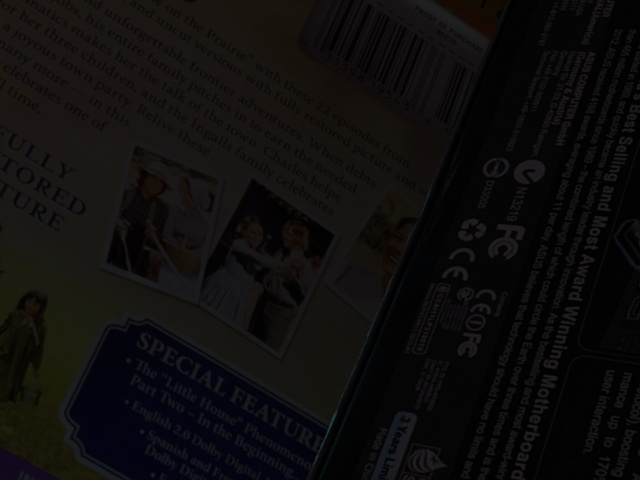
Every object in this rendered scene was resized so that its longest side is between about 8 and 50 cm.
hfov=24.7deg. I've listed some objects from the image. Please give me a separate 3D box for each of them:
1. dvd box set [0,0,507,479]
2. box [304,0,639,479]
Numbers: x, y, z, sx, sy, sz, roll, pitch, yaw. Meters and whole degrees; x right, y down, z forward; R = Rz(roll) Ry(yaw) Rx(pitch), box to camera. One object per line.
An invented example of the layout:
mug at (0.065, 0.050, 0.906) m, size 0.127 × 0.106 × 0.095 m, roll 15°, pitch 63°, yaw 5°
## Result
dvd box set at (-0.097, -0.003, 0.536) m, size 0.308 × 0.420 × 0.062 m, roll 31°, pitch 145°, yaw -15°
box at (0.188, 0.011, 0.387) m, size 0.318 × 0.395 × 0.097 m, roll 7°, pitch 145°, yaw 25°
